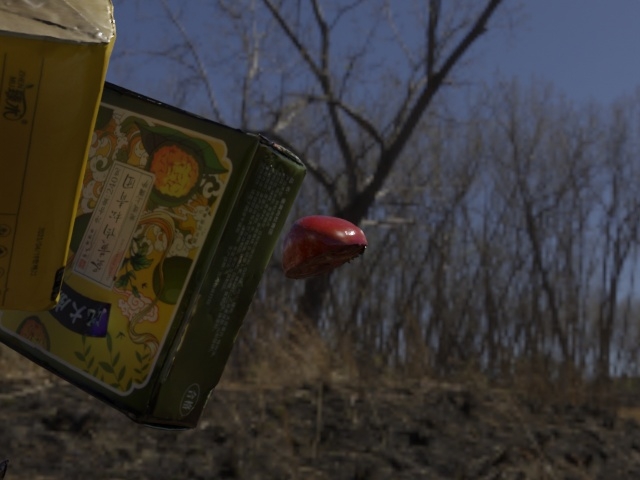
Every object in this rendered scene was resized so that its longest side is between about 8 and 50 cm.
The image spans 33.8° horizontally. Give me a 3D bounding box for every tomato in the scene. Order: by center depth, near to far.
[{"bbox_3d":[0.000,0.000,1.769,0.139,0.091,0.159,-11,-12,-33],"label":"tomato"}]

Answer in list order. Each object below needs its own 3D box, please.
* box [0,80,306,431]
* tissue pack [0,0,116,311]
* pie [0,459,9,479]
[{"bbox_3d":[-0.265,0.007,1.503,0.373,0.420,0.138,22,-2,32],"label":"box"},{"bbox_3d":[-0.408,-0.127,1.167,0.293,0.228,0.382,6,-50,-21],"label":"tissue pack"},{"bbox_3d":[-0.425,0.346,1.260,0.034,0.170,0.092,30,19,2],"label":"pie"}]
